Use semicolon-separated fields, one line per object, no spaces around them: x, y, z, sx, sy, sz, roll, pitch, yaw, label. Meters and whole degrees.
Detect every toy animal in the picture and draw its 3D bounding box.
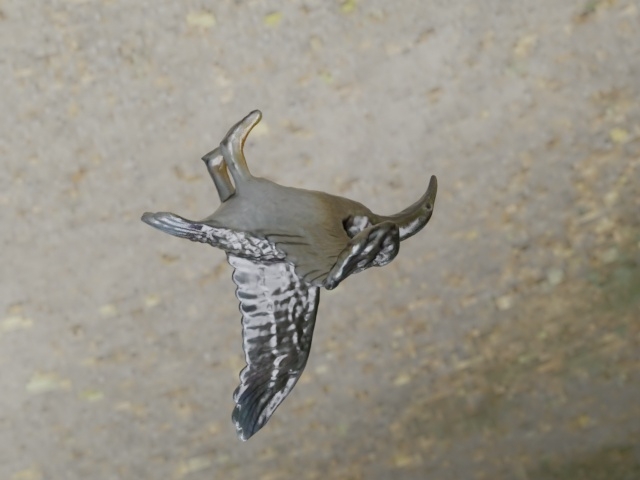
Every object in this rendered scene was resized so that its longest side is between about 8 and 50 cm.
-0.007;-0.014;1.090;0.197;0.160;0.272;-47;-178;-27;toy animal
